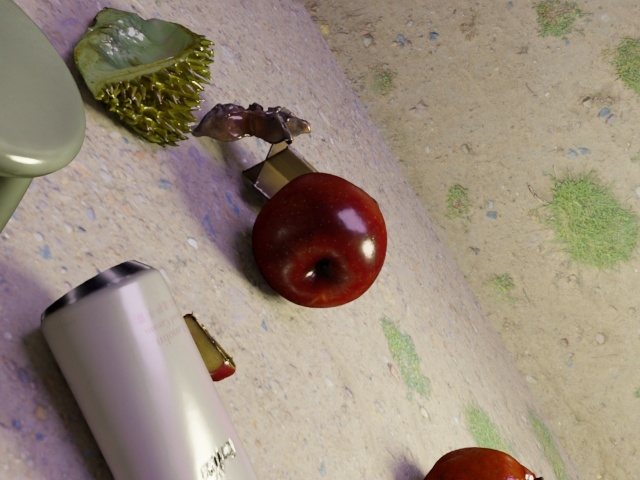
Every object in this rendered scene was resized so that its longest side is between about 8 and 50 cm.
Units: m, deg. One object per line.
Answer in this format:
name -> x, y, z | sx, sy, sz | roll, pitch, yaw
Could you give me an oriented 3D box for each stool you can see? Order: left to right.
stool -> -0.312, -0.085, 0.515 | 0.195, 0.199, 0.195 | 61, 21, 14

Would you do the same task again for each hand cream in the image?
hand cream -> -0.135, 0.197, 0.650 | 0.358, 0.118, 0.185 | 63, 19, -2

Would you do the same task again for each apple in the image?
apple -> 0.000, 0.000, 1.110 | 0.218, 0.218, 0.201 | 46, 14, -31

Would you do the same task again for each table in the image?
table -> -0.025, -0.082, 1.282 | 0.227, 0.167, 0.167 | 40, 25, -28

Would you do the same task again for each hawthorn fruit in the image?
hawthorn fruit -> 0.272, 0.427, 1.129 | 0.185, 0.202, 0.185 | 55, 21, -32

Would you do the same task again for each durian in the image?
durian -> -0.276, -0.267, 1.087 | 0.198, 0.163, 0.394 | 6, 35, -15

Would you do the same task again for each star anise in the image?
star anise -> -0.115, -0.215, 1.229 | 0.172, 0.208, 0.063 | -48, 141, -62

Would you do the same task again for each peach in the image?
peach -> -0.142, 0.130, 0.808 | 0.083, 0.050, 0.077 | 58, -7, -27
